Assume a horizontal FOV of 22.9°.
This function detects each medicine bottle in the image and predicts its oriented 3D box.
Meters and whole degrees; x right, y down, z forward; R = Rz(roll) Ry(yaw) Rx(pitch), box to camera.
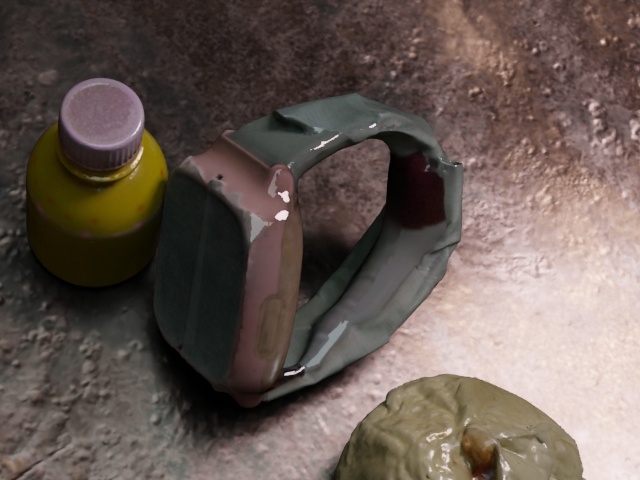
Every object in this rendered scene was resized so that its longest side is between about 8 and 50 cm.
[{"bbox_3d":[-0.188,-0.055,1.337,0.122,0.212,0.122,4,63,-9],"label":"medicine bottle"}]

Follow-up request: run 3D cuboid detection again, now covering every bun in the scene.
[{"bbox_3d":[0.124,0.206,1.310,0.220,0.134,0.220,4,64,-8],"label":"bun"}]

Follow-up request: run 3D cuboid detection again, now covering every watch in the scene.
[{"bbox_3d":[0.000,0.000,1.347,0.241,0.253,0.162,-7,29,-34],"label":"watch"}]
